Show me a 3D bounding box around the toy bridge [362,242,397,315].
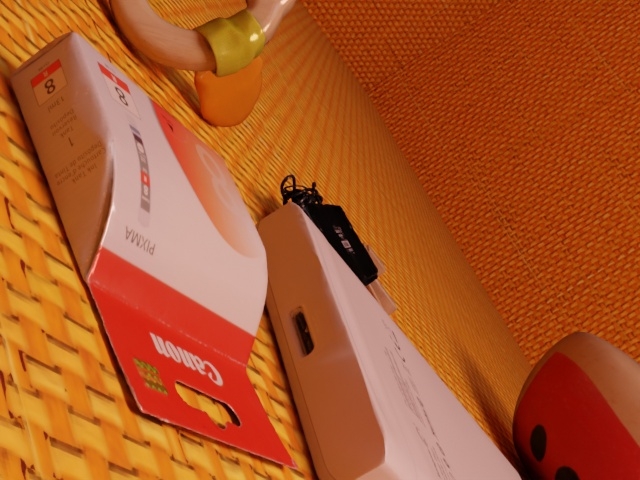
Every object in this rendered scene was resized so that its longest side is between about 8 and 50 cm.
[{"bbox_3d":[0.044,0.044,0.980,0.063,0.026,0.188,52,10,-23],"label":"toy bridge"}]

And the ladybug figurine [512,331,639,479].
[{"bbox_3d":[0.352,0.283,1.238,0.305,0.162,0.449,64,-4,-24],"label":"ladybug figurine"}]

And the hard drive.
[{"bbox_3d":[0.082,0.158,0.724,0.353,0.047,0.233,50,12,-37],"label":"hard drive"}]

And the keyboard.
[{"bbox_3d":[0.000,0.000,0.860,0.100,0.038,0.192,61,8,4],"label":"keyboard"}]

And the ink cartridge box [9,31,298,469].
[{"bbox_3d":[-0.061,0.007,0.490,0.179,0.045,0.145,59,9,30],"label":"ink cartridge box"}]

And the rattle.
[{"bbox_3d":[-0.120,-0.189,0.790,0.199,0.130,0.143,31,-3,2],"label":"rattle"}]
